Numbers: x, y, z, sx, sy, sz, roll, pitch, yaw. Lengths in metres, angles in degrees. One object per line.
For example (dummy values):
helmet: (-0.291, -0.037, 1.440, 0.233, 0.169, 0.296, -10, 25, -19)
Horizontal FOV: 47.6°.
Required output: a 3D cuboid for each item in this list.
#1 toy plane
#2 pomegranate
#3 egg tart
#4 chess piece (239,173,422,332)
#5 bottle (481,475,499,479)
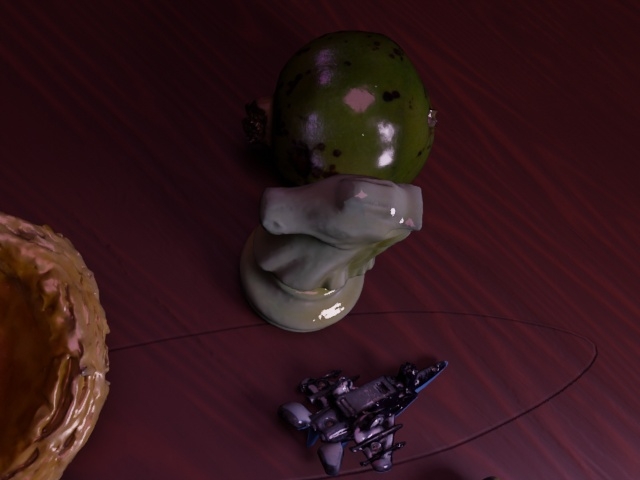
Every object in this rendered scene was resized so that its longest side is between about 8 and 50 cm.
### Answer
toy plane: (0.076, 0.204, 0.934, 0.247, 0.078, 0.169, -27, 48, -24)
pomegranate: (0.026, -0.158, 0.997, 0.271, 0.254, 0.254, -3, 68, -1)
egg tart: (-0.420, 0.137, 0.804, 0.388, 0.169, 0.387, 3, 70, -9)
chess piece: (0.000, 0.000, 0.884, 0.176, 0.298, 0.175, 5, 68, -13)
bottle: (0.306, 0.435, 0.880, 0.330, 0.093, 0.093, 42, 65, 7)
